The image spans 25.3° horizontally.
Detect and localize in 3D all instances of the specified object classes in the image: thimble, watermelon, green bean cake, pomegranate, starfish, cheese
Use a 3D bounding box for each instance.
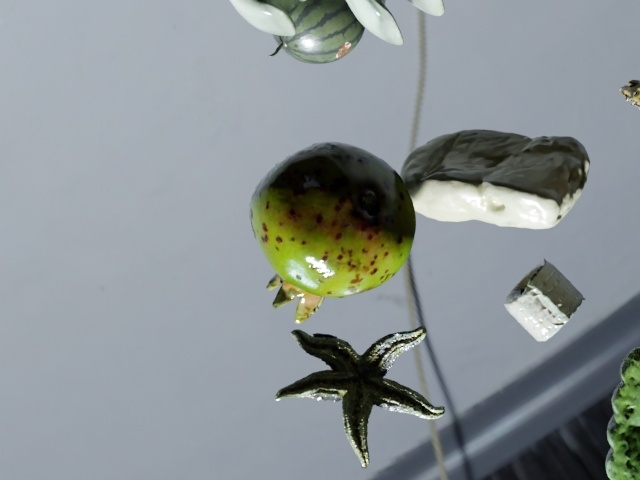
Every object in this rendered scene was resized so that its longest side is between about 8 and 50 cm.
[{"bbox_3d":[0.347,0.093,2.233,0.102,0.115,0.090,-43,92,13],"label":"thimble"},{"bbox_3d":[-0.012,-0.243,1.601,0.133,0.105,0.105,-38,129,-23],"label":"watermelon"},{"bbox_3d":[0.471,0.244,1.719,0.248,0.125,0.222,7,85,13],"label":"green bean cake"},{"bbox_3d":[-0.010,-0.007,2.000,0.231,0.230,0.286,30,128,-31],"label":"pomegranate"},{"bbox_3d":[0.049,0.188,1.737,0.208,0.053,0.175,3,81,0],"label":"starfish"},{"bbox_3d":[0.244,-0.086,2.043,0.159,0.263,0.093,-47,136,-43],"label":"cheese"}]

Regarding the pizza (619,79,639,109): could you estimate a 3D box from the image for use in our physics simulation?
[{"bbox_3d":[0.427,-0.155,1.642,0.185,0.176,0.036,-5,119,-36],"label":"pizza"}]

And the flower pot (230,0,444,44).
[{"bbox_3d":[0.063,-0.381,1.513,0.164,0.254,0.367,46,60,-69],"label":"flower pot"}]
